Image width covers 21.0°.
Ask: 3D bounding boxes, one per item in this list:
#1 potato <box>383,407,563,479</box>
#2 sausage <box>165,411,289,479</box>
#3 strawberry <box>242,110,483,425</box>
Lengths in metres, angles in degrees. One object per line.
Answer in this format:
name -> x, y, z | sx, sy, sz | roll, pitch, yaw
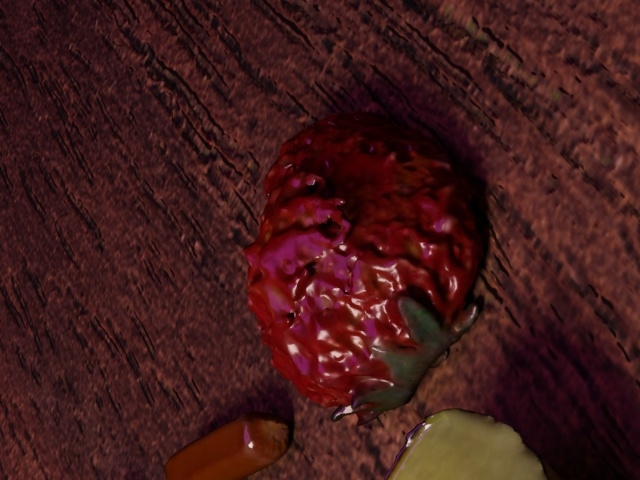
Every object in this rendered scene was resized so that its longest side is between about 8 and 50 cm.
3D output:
potato -> 0.075, 0.235, 0.893 | 0.160, 0.111, 0.272 | 17, 80, 52
sausage -> -0.066, 0.152, 1.225 | 0.131, 0.039, 0.041 | -35, 48, 50
strawberry -> 0.000, 0.000, 1.104 | 0.190, 0.111, 0.236 | -60, 34, 31
